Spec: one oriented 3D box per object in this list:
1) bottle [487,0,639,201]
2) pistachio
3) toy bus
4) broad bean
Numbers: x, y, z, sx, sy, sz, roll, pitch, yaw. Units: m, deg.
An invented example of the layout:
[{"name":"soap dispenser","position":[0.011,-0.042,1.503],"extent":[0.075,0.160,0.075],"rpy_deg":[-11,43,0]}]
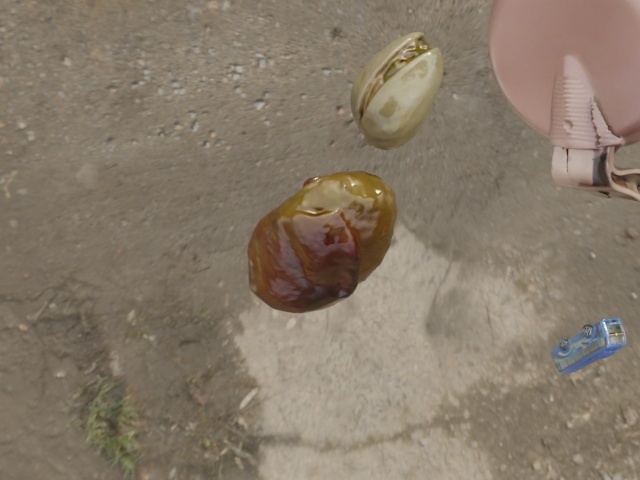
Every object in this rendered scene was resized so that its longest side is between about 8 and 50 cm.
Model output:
[{"name":"bottle","position":[0.251,-0.160,0.578],"extent":[0.173,0.297,0.206],"rpy_deg":[14,127,42]},{"name":"pistachio","position":[0.111,-0.213,1.184],"extent":[0.124,0.124,0.185],"rpy_deg":[37,119,-1]},{"name":"toy bus","position":[0.466,0.184,1.421],"extent":[0.051,0.153,0.061],"rpy_deg":[-3,65,-26]},{"name":"broad bean","position":[-0.002,-0.003,0.954],"extent":[0.156,0.122,0.228],"rpy_deg":[14,135,-21]}]
